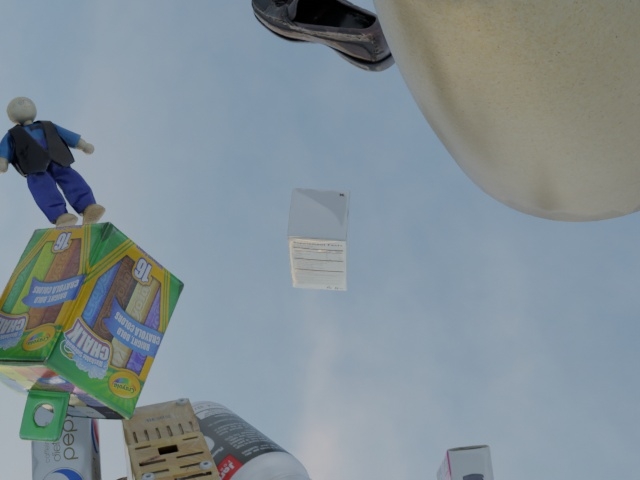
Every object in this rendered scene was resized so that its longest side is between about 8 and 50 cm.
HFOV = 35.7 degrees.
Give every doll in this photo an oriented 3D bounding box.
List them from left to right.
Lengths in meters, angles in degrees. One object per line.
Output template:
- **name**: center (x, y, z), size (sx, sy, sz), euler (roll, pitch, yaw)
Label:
- **doll**: center (-0.338, -0.100, 1.241), size (0.189, 0.129, 0.046), euler (57, -36, 15)

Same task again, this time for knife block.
- **knife block**: center (-0.179, 0.329, 1.197), size (0.275, 0.088, 0.242), euler (-137, -140, -66)

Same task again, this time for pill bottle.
- **pill bottle**: center (-0.116, 0.360, 1.456), size (0.283, 0.161, 0.161), euler (23, -78, 49)

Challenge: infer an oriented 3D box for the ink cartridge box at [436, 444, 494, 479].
- **ink cartridge box**: center (0.210, 0.468, 1.298), size (0.069, 0.176, 0.371), euler (-7, -113, -2)

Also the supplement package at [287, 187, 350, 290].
- **supplement package**: center (0.000, 0.000, 1.764), size (0.105, 0.179, 0.105), euler (4, -122, 4)

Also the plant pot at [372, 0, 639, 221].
- **plant pot**: center (0.139, -0.163, 0.645), size (0.256, 0.274, 0.257), euler (-7, -104, 28)

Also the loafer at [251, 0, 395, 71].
- **loafer**: center (0.001, -0.373, 1.627), size (0.302, 0.095, 0.109), euler (30, -104, 30)

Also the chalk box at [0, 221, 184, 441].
- **chalk box**: center (-0.262, 0.105, 1.042), size (0.132, 0.132, 0.213), euler (-4, -126, 36)

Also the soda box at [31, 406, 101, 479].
- **soda box**: center (-0.307, 0.272, 1.206), size (0.073, 0.069, 0.216), euler (-7, -112, -4)

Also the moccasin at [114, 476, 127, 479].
- **moccasin**: center (-0.338, 0.508, 1.911), size (0.139, 0.380, 0.147), euler (-6, -118, -3)
